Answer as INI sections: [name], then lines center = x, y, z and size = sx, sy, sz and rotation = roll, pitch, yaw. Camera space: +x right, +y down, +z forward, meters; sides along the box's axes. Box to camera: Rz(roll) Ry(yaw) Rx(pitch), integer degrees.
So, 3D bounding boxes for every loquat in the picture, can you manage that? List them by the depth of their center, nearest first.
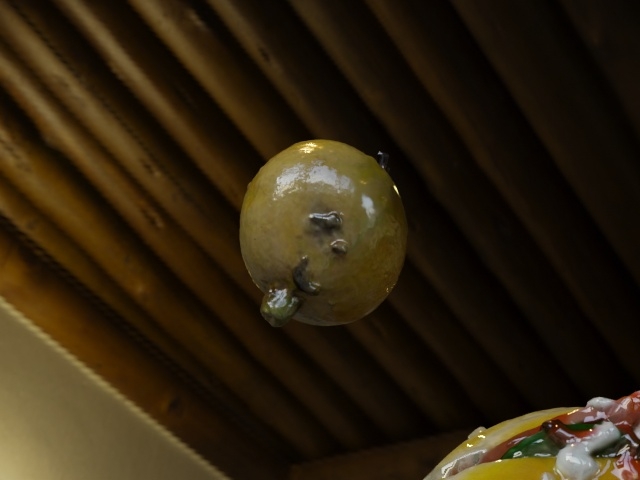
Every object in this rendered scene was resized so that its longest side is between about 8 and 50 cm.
[loquat]
center = 0.000, 0.000, 1.180
size = 0.149, 0.204, 0.172
rotation = 7, -46, 25

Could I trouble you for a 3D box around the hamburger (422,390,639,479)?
[hamburger]
center = 0.130, 0.196, 0.457
size = 0.295, 0.227, 0.151
rotation = 47, -31, -8
